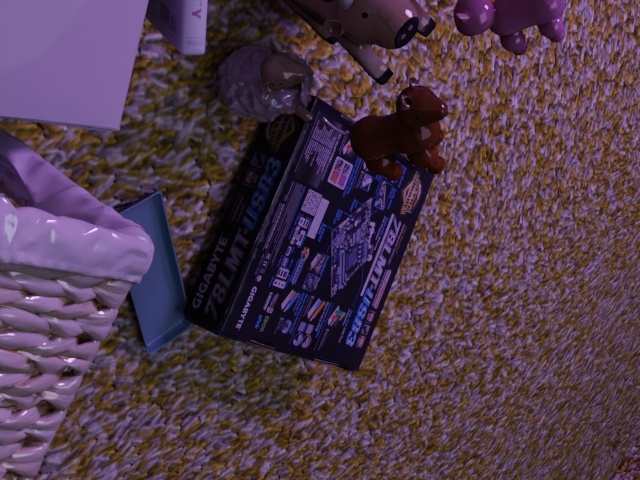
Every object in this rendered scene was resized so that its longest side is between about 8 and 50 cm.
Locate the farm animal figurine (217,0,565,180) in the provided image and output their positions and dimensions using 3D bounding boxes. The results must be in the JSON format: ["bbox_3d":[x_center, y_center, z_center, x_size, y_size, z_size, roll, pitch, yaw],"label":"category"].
[{"bbox_3d":[0.063,-0.245,0.896,0.172,0.326,0.330,34,83,-52],"label":"farm animal figurine"}]

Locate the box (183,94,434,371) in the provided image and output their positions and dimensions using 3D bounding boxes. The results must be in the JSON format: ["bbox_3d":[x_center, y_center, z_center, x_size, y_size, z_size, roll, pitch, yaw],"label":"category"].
[{"bbox_3d":[0.000,0.000,1.158,0.293,0.073,0.295,23,89,-53],"label":"box"}]

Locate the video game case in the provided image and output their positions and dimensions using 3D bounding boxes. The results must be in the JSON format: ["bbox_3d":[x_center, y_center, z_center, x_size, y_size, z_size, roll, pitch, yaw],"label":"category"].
[{"bbox_3d":[-0.126,-0.268,0.769,0.023,0.201,0.183,-4,116,-22],"label":"video game case"}]

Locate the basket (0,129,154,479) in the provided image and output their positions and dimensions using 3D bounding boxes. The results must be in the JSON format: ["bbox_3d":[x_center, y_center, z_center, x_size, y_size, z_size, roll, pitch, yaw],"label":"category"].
[{"bbox_3d":[-0.353,0.024,0.564,0.331,0.328,0.266,18,99,-53],"label":"basket"}]

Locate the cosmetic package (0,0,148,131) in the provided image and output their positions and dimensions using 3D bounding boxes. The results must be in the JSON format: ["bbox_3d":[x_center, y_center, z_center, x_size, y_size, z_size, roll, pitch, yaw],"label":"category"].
[{"bbox_3d":[-0.214,-0.281,0.655,0.155,0.197,0.365,-2,114,-49],"label":"cosmetic package"}]

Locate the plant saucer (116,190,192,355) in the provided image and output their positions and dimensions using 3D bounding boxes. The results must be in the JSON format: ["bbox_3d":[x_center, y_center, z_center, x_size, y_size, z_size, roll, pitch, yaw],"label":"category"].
[{"bbox_3d":[-0.186,0.037,1.019,0.067,0.018,0.192,-34,133,-33],"label":"plant saucer"}]
